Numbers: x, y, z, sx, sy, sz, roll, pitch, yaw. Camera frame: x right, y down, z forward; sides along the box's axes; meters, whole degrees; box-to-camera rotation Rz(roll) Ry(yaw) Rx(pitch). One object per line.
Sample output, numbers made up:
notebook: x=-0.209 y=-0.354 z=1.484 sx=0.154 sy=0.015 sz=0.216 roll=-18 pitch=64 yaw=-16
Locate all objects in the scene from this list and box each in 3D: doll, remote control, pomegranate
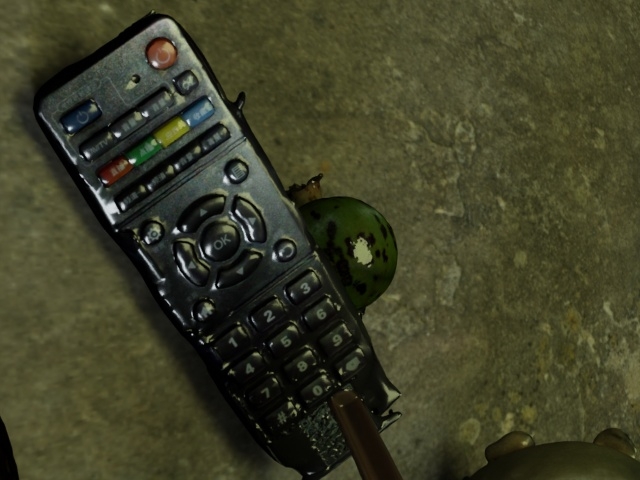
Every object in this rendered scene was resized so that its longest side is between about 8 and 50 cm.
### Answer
doll: x=0.249 y=0.371 z=1.345 sx=0.247 sy=0.247 sz=0.349 roll=-19 pitch=105 yaw=-60
remote control: x=-0.066 y=0.013 z=1.015 sx=0.144 sy=0.062 sz=0.398 roll=-37 pitch=116 yaw=-13
pomegranate: x=0.000 y=0.000 z=1.142 sx=0.122 sy=0.122 sz=0.161 roll=16 pitch=43 yaw=-58

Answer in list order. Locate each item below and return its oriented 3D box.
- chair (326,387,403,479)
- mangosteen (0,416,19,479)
chair: x=0.029 y=0.291 z=0.865 sx=0.175 sy=0.183 sz=0.326 roll=58 pitch=1 yaw=-43
mangosteen: x=-0.256 y=0.127 z=0.503 sx=0.288 sy=0.288 sz=0.288 roll=28 pitch=57 yaw=-54
